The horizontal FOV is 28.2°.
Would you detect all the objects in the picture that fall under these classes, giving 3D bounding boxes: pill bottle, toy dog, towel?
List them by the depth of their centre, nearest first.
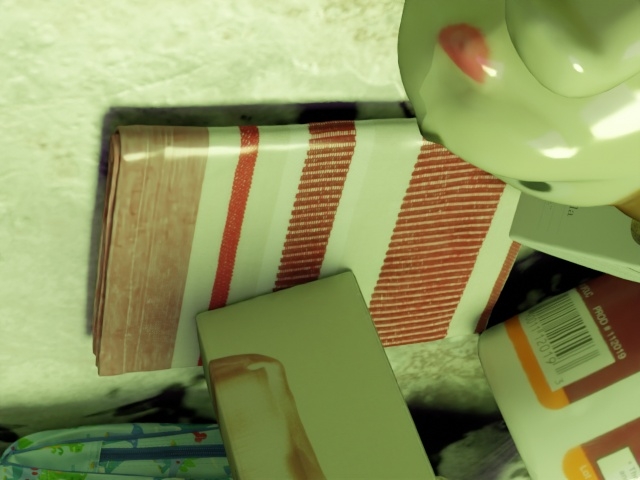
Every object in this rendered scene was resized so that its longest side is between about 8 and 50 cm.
[{"bbox_3d":[0.178,-0.197,0.648,0.395,0.284,0.408,-32,157,-49],"label":"toy dog"},{"bbox_3d":[0.000,0.000,0.941,0.329,0.037,0.237,-4,138,-19],"label":"towel"},{"bbox_3d":[0.348,0.092,1.042,0.392,0.224,0.224,-26,140,9],"label":"pill bottle"}]

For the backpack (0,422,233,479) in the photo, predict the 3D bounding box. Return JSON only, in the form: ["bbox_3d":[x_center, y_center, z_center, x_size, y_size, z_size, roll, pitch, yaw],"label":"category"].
[{"bbox_3d":[-0.130,0.277,1.063,0.355,0.273,0.290,7,136,1],"label":"backpack"}]

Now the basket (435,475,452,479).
[{"bbox_3d":[0.142,0.380,1.149,0.254,0.201,0.289,22,94,-17],"label":"basket"}]

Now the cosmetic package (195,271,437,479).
[{"bbox_3d":[0.010,0.188,0.897,0.129,0.296,0.153,-14,138,-7],"label":"cosmetic package"}]

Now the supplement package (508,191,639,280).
[{"bbox_3d":[0.267,-0.031,0.829,0.134,0.244,0.139,17,89,-36],"label":"supplement package"}]
